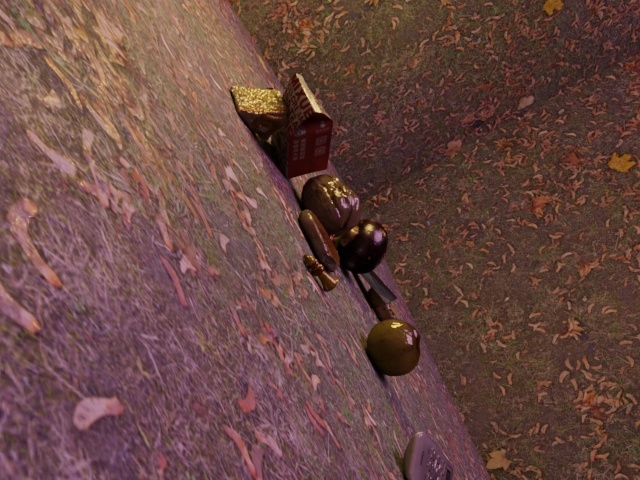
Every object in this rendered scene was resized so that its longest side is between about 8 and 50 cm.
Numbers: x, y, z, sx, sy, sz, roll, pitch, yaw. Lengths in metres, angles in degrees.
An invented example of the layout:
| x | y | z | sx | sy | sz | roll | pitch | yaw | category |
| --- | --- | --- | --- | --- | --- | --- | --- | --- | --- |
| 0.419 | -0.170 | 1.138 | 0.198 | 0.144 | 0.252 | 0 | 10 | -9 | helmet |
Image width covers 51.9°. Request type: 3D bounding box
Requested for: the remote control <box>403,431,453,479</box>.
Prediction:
| x | y | z | sx | sy | sz | roll | pitch | yaw | category |
| --- | --- | --- | --- | --- | --- | --- | --- | --- | --- |
| 0.248 | 0.534 | 1.513 | 0.313 | 0.055 | 0.109 | 55 | 43 | -51 | remote control |

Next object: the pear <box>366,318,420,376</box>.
| x | y | z | sx | sy | sz | roll | pitch | yaw | category |
| --- | --- | --- | --- | --- | --- | --- | --- | --- | --- |
| 0.203 | 0.290 | 1.799 | 0.167 | 0.137 | 0.167 | -10 | 90 | -75 | pear |

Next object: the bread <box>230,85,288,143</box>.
| x | y | z | sx | sy | sz | roll | pitch | yaw | category |
| --- | --- | --- | --- | --- | --- | --- | --- | --- | --- |
| -0.180 | -0.378 | 1.862 | 0.152 | 0.127 | 0.147 | 27 | 31 | -46 | bread |

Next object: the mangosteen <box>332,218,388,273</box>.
| x | y | z | sx | sy | sz | roll | pitch | yaw | category |
| --- | --- | --- | --- | --- | --- | --- | --- | --- | --- |
| 0.116 | 0.005 | 2.185 | 0.217 | 0.192 | 0.192 | 30 | 9 | -1 | mangosteen |

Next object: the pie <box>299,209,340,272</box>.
| x | y | z | sx | sy | sz | roll | pitch | yaw | category |
| --- | --- | --- | --- | --- | --- | --- | --- | --- | --- |
| 0.000 | 0.000 | 1.856 | 0.195 | 0.046 | 0.195 | 60 | 6 | -12 | pie |

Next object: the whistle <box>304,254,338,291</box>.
| x | y | z | sx | sy | sz | roll | pitch | yaw | category |
| --- | --- | --- | --- | --- | --- | --- | --- | --- | --- |
| -0.003 | 0.069 | 1.612 | 0.109 | 0.046 | 0.057 | 52 | 25 | -22 | whistle |

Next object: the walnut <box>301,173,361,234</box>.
| x | y | z | sx | sy | sz | roll | pitch | yaw | category |
| --- | --- | --- | --- | --- | --- | --- | --- | --- | --- |
| 0.028 | -0.115 | 2.027 | 0.230 | 0.178 | 0.178 | 55 | 2 | 37 | walnut |

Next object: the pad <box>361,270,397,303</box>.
| x | y | z | sx | sy | sz | roll | pitch | yaw | category |
| --- | --- | --- | --- | --- | --- | --- | --- | --- | --- |
| 0.182 | 0.131 | 2.399 | 0.243 | 0.004 | 0.164 | 49 | 17 | 11 | pad |

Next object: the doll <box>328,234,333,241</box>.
| x | y | z | sx | sy | sz | roll | pitch | yaw | category |
| --- | --- | --- | --- | --- | --- | --- | --- | --- | --- |
| 0.023 | -0.005 | 2.059 | 0.057 | 0.039 | 0.114 | 22 | 40 | -29 | doll |

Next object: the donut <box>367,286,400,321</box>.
| x | y | z | sx | sy | sz | roll | pitch | yaw | category |
| --- | --- | --- | --- | --- | --- | --- | --- | --- | --- |
| 0.232 | 0.239 | 2.448 | 0.174 | 0.068 | 0.174 | 58 | 11 | -18 | donut |

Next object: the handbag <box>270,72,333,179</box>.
| x | y | z | sx | sy | sz | roll | pitch | yaw | category |
| --- | --- | --- | --- | --- | --- | --- | --- | --- | --- |
| -0.062 | -0.340 | 1.952 | 0.298 | 0.151 | 0.171 | 95 | -25 | -57 | handbag |
